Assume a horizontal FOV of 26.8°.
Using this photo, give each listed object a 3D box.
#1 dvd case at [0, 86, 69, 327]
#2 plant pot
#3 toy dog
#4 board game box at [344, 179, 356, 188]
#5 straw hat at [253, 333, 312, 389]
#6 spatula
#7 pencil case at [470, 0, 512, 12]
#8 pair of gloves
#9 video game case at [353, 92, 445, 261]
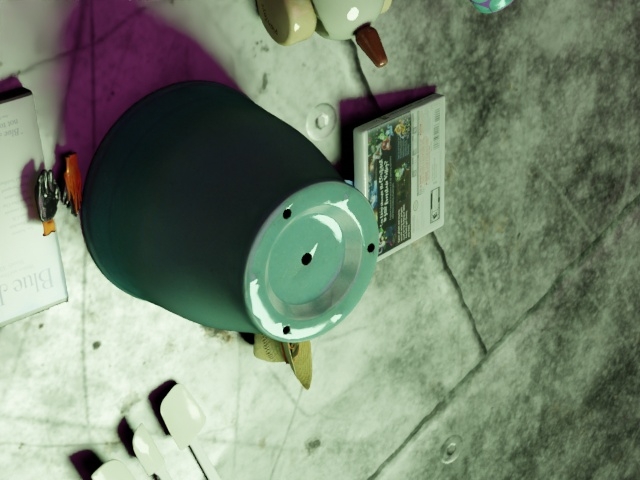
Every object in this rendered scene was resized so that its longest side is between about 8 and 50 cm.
[{"bbox_3d":[-0.364,-0.018,1.406,0.180,0.022,0.253,-23,122,-32],"label":"dvd case"},{"bbox_3d":[-0.083,-0.016,1.485,0.272,0.255,0.271,-17,118,-34],"label":"plant pot"},{"bbox_3d":[0.039,-0.314,1.459,0.220,0.161,0.333,-36,156,-8],"label":"toy dog"},{"bbox_3d":[0.000,0.000,1.712,0.133,0.033,0.168,35,80,-55],"label":"board game box"},{"bbox_3d":[-0.056,0.125,1.699,0.061,0.144,0.144,-10,124,9],"label":"straw hat"},{"bbox_3d":[-0.181,0.311,1.686,0.168,0.019,0.242,-51,134,-32],"label":"spatula"},{"bbox_3d":[0.190,-0.357,1.700,0.070,0.064,0.152,-45,134,5],"label":"pencil case"},{"bbox_3d":[-0.281,-0.050,1.447,0.083,0.010,0.074,-44,137,-57],"label":"pair of gloves"},{"bbox_3d":[0.105,-0.080,1.756,0.173,0.022,0.190,-27,125,-43],"label":"video game case"}]
